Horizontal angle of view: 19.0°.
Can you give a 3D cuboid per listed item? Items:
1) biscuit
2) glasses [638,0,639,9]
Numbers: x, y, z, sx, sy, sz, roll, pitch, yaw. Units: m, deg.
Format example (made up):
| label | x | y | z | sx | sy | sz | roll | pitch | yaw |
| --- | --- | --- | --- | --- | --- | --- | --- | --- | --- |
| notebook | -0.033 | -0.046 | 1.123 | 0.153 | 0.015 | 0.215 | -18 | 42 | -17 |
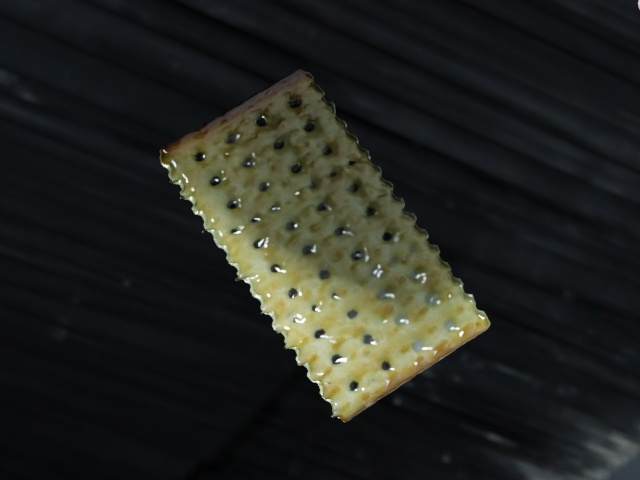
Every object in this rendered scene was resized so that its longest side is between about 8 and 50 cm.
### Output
| label | x | y | z | sx | sy | sz | roll | pitch | yaw |
| --- | --- | --- | --- | --- | --- | --- | --- | --- | --- |
| biscuit | 0.000 | 0.000 | 1.324 | 0.139 | 0.231 | 0.016 | -32 | -12 | -21 |
| glasses | 0.262 | -0.175 | 1.024 | 0.095 | 0.255 | 0.162 | 93 | 168 | -66 |
